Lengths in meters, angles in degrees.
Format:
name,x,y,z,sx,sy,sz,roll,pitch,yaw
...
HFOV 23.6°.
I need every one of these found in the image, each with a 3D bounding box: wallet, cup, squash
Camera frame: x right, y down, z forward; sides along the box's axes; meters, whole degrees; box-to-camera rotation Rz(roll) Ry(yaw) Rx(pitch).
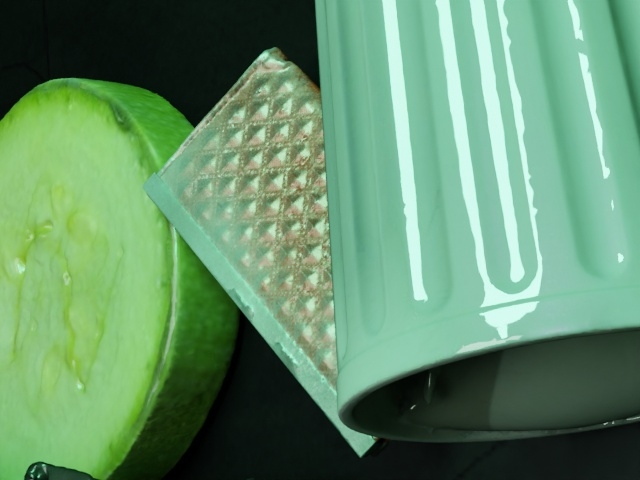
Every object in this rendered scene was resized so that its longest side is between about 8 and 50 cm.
name,x,y,z,sx,sy,sz,roll,pitch,yaw
wallet,0.000,0.000,0.724,0.103,0.020,0.196,-48,57,8
cup,0.105,-0.037,0.585,0.167,0.221,0.202,117,149,-68
squash,-0.146,0.032,0.878,0.252,0.049,0.252,-9,78,44

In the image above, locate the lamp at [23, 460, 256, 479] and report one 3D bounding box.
name,x,y,z,sx,sy,sz,roll,pitch,yaw
lamp,-0.043,0.199,0.701,0.172,0.147,0.227,-19,63,26
